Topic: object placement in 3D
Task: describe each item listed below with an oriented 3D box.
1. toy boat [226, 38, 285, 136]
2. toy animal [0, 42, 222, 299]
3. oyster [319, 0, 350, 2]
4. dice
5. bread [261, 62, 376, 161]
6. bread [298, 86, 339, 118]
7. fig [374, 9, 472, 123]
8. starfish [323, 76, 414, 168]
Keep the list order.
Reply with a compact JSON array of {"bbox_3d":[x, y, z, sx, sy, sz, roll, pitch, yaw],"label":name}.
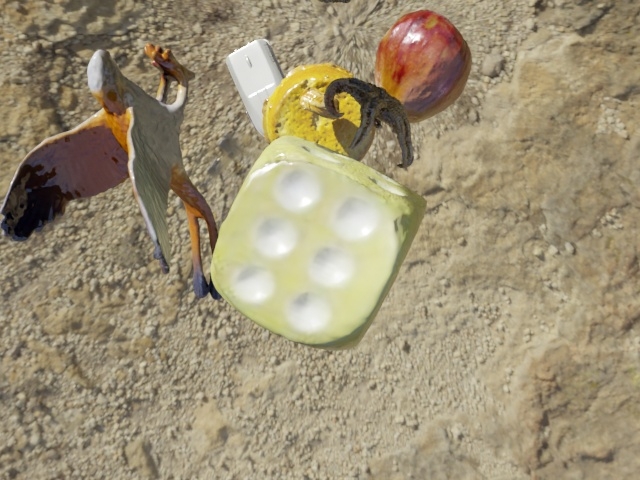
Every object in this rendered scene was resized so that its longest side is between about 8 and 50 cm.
[{"bbox_3d":[-0.144,-0.393,1.696,0.141,0.141,0.269,-25,99,11],"label":"toy boat"},{"bbox_3d":[-0.190,-0.089,0.803,0.225,0.284,0.302,5,81,26],"label":"toy animal"},{"bbox_3d":[0.106,-0.449,0.810,0.128,0.078,0.345,47,105,18],"label":"oyster"},{"bbox_3d":[0.000,0.000,0.647,0.166,0.169,0.169,26,103,5],"label":"dice"},{"bbox_3d":[0.006,-0.266,1.405,0.268,0.145,0.268,-3,113,-7],"label":"bread"},{"bbox_3d":[-0.001,-0.274,1.256,0.083,0.110,0.044,17,107,-8],"label":"bread"},{"bbox_3d":[0.229,-0.400,1.468,0.224,0.224,0.263,13,127,-1],"label":"fig"},{"bbox_3d":[0.095,-0.184,0.981,0.074,0.190,0.146,-50,60,28],"label":"starfish"}]
